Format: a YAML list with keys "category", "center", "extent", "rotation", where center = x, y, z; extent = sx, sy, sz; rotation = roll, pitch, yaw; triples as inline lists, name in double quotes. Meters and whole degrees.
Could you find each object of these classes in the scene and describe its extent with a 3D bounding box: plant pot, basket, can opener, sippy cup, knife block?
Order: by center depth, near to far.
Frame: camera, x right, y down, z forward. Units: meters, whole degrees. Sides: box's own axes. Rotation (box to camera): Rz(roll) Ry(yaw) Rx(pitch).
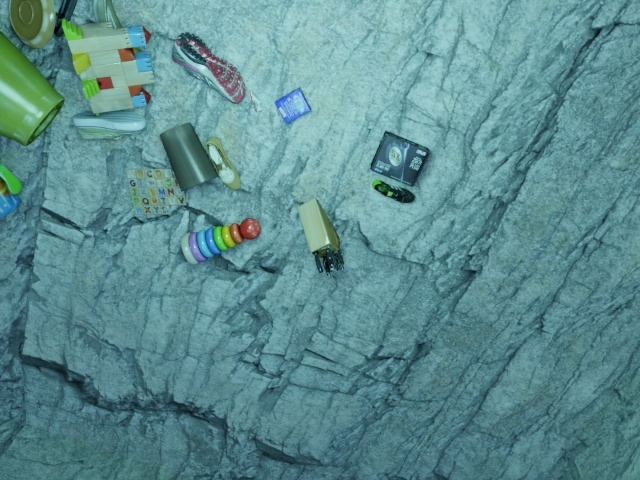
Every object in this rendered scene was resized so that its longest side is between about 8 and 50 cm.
- category: "plant pot"
  center: [-1.034, -0.808, 1.719]
  extent: [0.236, 0.032, 0.237]
  rotation: [6, 104, 25]
- category: "can opener"
  center: [-0.916, -0.819, 1.736]
  extent: [0.059, 0.073, 0.186]
  rotation: [40, 103, -3]
- category: "plant pot"
  center: [-1.159, -0.541, 1.754]
  extent: [0.353, 0.367, 0.366]
  rotation: [39, 113, -24]
- category: "basket"
  center: [-0.510, -0.322, 1.857]
  extent: [0.154, 0.204, 0.227]
  rotation: [-29, 105, -25]
- category: "knife block"
  center: [0.000, 0.000, 1.898]
  extent: [0.088, 0.242, 0.276]
  rotation: [-25, 109, 16]
- category: "sippy cup"
  center: [-1.375, -0.206, 1.987]
  extent: [0.240, 0.305, 0.224]
  rotation: [-37, 126, -25]

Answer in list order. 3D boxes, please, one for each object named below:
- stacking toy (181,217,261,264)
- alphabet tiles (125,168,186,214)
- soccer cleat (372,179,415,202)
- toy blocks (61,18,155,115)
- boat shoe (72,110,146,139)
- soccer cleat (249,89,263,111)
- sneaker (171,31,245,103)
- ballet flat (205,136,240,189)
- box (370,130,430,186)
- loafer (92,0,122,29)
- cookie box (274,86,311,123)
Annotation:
- category: "stacking toy"
  center: [-0.402, -0.008, 2.015]
  extent: [0.329, 0.141, 0.141]
  rotation: [-18, 111, 7]
- category: "alphabet tiles"
  center: [-0.679, -0.202, 2.014]
  extent: [0.236, 0.009, 0.199]
  rotation: [0, 114, 7]
- category: "soccer cleat"
  center: [0.282, -0.183, 1.876]
  extent: [0.178, 0.072, 0.060]
  rotation: [21, 115, -3]
- category: "toy blocks"
  center: [-0.714, -0.614, 1.717]
  extent: [0.260, 0.191, 0.382]
  rotation: [-13, 145, -15]
- category: "boat shoe"
  center: [-0.810, -0.443, 1.881]
  extent: [0.301, 0.109, 0.094]
  rotation: [7, 131, 13]
- category: "soccer cleat"
  center: [-0.240, -0.523, 1.808]
  extent: [0.035, 0.029, 0.084]
  rotation: [-17, 115, 4]
- category: "sneaker"
  center: [-0.400, -0.611, 1.752]
  extent: [0.299, 0.121, 0.112]
  rotation: [42, 141, -13]
- category: "ballet flat"
  center: [-0.390, -0.293, 1.903]
  extent: [0.080, 0.073, 0.233]
  rotation: [-22, 110, 14]
- category: "box"
  center: [0.296, -0.306, 1.816]
  extent: [0.180, 0.078, 0.148]
  rotation: [22, 114, -3]
- category: "loafer"
  center: [-0.747, -0.776, 1.725]
  extent: [0.087, 0.094, 0.251]
  rotation: [7, 125, -6]
- category: "cookie box"
  center: [-0.102, -0.500, 1.794]
  extent: [0.107, 0.040, 0.092]
  rotation: [-24, 110, 16]
